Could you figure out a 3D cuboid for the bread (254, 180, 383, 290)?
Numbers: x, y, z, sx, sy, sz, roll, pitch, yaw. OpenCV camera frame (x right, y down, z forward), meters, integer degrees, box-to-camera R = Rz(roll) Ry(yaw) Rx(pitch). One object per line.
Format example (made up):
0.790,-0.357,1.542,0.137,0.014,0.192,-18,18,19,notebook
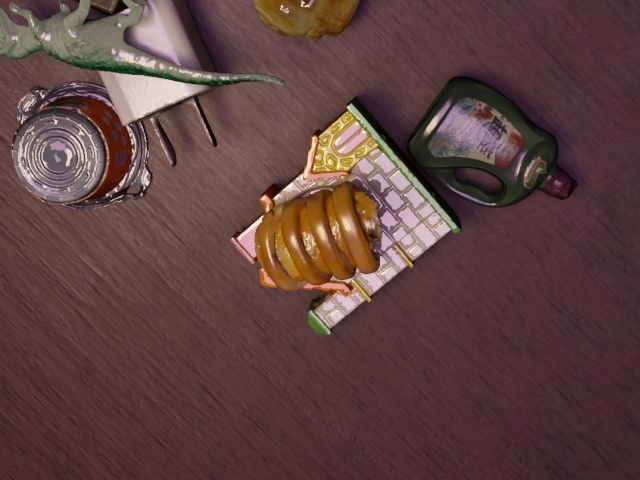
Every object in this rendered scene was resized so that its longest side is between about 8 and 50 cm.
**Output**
0.000,0.000,1.324,0.177,0.084,0.119,-17,102,16,bread

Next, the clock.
0.022,-0.024,1.404,0.255,0.106,0.220,-41,96,11,clock

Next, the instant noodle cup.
-0.333,-0.118,1.400,0.208,0.125,0.178,22,103,0,instant noodle cup

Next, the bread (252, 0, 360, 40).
-0.001,-0.386,1.321,0.152,0.130,0.268,13,103,-8,bread

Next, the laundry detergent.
0.234,-0.109,1.388,0.221,0.078,0.144,34,104,-5,laundry detergent

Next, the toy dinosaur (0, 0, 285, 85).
-0.235,-0.254,1.253,0.382,0.076,0.129,12,135,11,toy dinosaur

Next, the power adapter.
-0.204,-0.202,1.372,0.130,0.125,0.205,-21,98,8,power adapter

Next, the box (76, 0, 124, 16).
-0.372,-0.428,1.359,0.311,0.043,0.173,24,90,1,box
